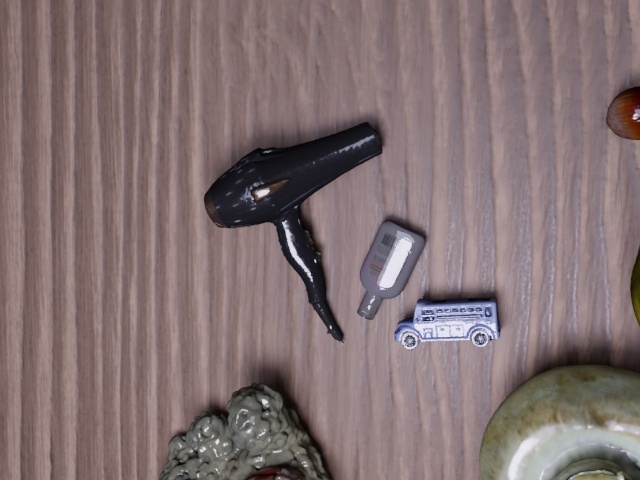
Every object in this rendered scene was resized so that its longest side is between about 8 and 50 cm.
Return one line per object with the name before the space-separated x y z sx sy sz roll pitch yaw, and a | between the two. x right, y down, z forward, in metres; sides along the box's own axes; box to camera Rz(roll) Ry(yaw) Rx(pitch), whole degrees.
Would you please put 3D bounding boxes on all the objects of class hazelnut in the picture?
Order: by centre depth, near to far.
hazelnut | 0.455 -0.181 1.176 0.086 0.086 0.086 3 99 16

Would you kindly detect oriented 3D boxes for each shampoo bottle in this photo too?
shampoo bottle | 0.107 0.052 1.331 0.080 0.040 0.165 26 105 10

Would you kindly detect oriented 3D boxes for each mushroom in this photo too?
mushroom | 0.404 0.350 1.176 0.352 0.260 0.352 1 95 12

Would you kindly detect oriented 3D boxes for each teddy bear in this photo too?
teddy bear | -0.152 0.455 1.388 0.367 0.224 0.357 -25 77 21

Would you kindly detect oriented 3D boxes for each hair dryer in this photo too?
hair dryer | 0.000 0.000 1.347 0.303 0.120 0.359 -21 103 4

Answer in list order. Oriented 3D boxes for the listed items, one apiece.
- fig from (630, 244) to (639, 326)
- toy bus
fig | 0.580 0.034 1.045 0.343 0.343 0.343 3 99 16
toy bus | 0.201 0.129 1.299 0.167 0.073 0.076 -3 95 14
